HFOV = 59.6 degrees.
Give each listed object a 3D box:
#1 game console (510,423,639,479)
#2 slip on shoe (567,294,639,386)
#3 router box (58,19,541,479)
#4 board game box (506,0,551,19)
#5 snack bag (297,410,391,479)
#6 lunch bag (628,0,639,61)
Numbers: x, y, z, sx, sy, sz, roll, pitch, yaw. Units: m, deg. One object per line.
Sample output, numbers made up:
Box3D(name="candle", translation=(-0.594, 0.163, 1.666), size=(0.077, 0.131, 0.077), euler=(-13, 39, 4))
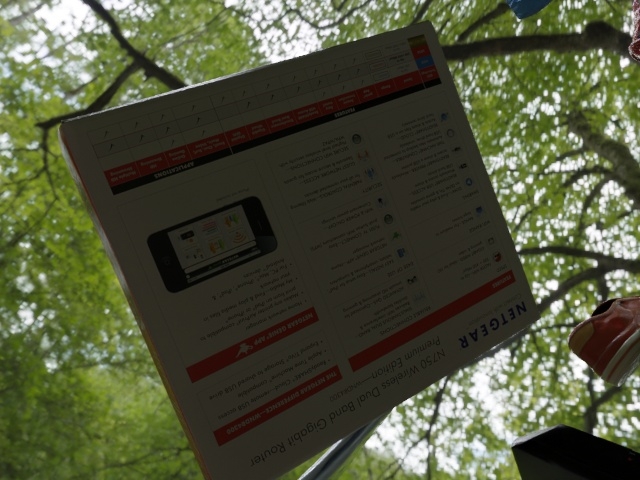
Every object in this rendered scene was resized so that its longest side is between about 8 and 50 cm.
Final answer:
Box3D(name="game console", translation=(0.343, 0.272, 0.455), size=(0.361, 0.044, 0.213), euler=(13, -37, 41))
Box3D(name="slip on shoe", translation=(0.510, 0.135, 0.926), size=(0.101, 0.331, 0.123), euler=(37, -55, 33))
Box3D(name="router box", translation=(0.000, 0.000, 0.488), size=(0.082, 0.335, 0.301), euler=(-12, -80, 67))
Box3D(name="board game box", translation=(0.428, -0.508, 1.093), size=(0.033, 0.168, 0.133), euler=(17, -46, -34))
Box3D(name="snack bag", translation=(-0.026, 0.434, 0.946), size=(0.037, 0.323, 0.342), euler=(40, -46, 18))
Box3D(name="lunch bag", translation=(0.674, -0.351, 0.865), size=(0.258, 0.120, 0.293), euler=(6, -2, -16))
